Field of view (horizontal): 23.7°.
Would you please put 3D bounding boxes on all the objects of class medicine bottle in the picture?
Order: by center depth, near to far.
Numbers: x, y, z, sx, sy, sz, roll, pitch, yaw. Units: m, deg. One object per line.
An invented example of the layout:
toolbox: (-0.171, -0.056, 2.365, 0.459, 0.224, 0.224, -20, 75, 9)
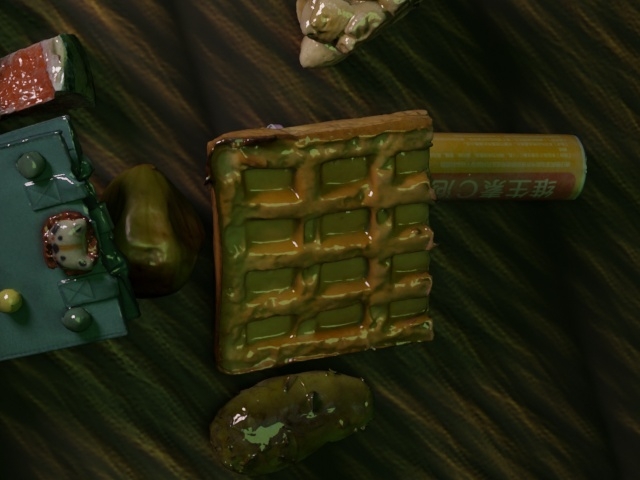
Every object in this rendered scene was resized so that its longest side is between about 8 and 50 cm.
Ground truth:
medicine bottle: (0.139, -0.100, 2.002, 0.426, 0.108, 0.108, -1, 92, -15)

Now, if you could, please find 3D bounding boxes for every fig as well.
fig: (-0.219, -0.009, 1.892, 0.154, 0.144, 0.166, -14, 89, -24)

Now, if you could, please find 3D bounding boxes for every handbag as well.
handbag: (-0.378, 0.012, 1.801, 0.274, 0.100, 0.269, -10, 105, 17)

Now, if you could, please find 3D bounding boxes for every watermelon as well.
watermelon: (-0.346, -0.202, 1.904, 0.121, 0.158, 0.098, -3, 74, -58)

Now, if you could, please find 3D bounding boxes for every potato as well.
potato: (-0.036, 0.232, 1.975, 0.225, 0.090, 0.117, -18, 97, -12)

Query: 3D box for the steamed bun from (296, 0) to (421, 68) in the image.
steamed bun: (0.038, -0.301, 1.941, 0.192, 0.177, 0.106, -37, 92, 3)

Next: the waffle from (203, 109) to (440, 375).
waffle: (0.000, 0.001, 1.913, 0.304, 0.077, 0.348, -7, 123, -12)
